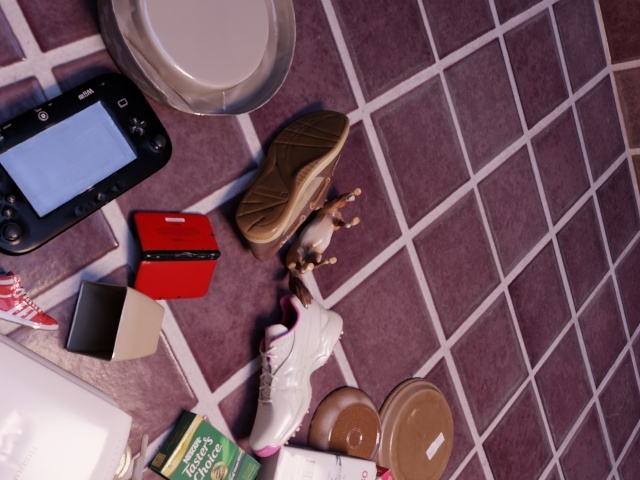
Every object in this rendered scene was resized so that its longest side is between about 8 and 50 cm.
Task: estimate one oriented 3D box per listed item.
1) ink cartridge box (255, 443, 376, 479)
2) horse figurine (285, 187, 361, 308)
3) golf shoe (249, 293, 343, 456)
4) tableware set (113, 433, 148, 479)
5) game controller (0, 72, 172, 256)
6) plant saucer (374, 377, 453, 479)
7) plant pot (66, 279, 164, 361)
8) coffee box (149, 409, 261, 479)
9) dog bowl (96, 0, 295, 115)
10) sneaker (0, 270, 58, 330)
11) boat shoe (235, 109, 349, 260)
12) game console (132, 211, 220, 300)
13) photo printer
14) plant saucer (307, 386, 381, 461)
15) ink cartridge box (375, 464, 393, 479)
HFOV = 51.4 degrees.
[{"bbox_3d":[-0.014,0.469,1.244,0.208,0.087,0.153,19,76,-23],"label":"ink cartridge box"},{"bbox_3d":[0.000,0.000,1.266,0.066,0.174,0.263,35,75,-17],"label":"horse figurine"},{"bbox_3d":[-0.073,0.238,1.226,0.140,0.115,0.306,40,57,-24],"label":"golf shoe"},{"bbox_3d":[-0.342,0.385,1.007,0.128,0.039,0.194,13,75,-27],"label":"tableware set"},{"bbox_3d":[-0.367,-0.118,0.967,0.319,0.067,0.167,-42,117,-35],"label":"game controller"},{"bbox_3d":[0.224,0.459,1.537,0.277,0.041,0.278,1,89,-44],"label":"plant saucer"},{"bbox_3d":[-0.301,0.127,1.008,0.096,0.109,0.109,24,73,-53],"label":"plant pot"},{"bbox_3d":[-0.193,0.388,1.145,0.184,0.040,0.113,51,58,-30],"label":"coffee box"},{"bbox_3d":[-0.204,-0.371,1.096,0.348,0.102,0.349,1,89,-43],"label":"dog bowl"},{"bbox_3d":[-0.417,0.084,0.936,0.118,0.042,0.067,26,76,-38],"label":"sneaker"},{"bbox_3d":[-0.043,-0.106,1.255,0.123,0.123,0.342,80,31,-51],"label":"boat shoe"},{"bbox_3d":[-0.250,0.025,1.112,0.144,0.085,0.124,0,59,-44],"label":"game console"},{"bbox_3d":[-0.417,0.279,0.876,0.307,0.107,0.256,42,63,-29],"label":"photo printer"},{"bbox_3d":[0.062,0.406,1.376,0.198,0.036,0.199,1,88,-37],"label":"plant saucer"},{"bbox_3d":[0.090,0.558,1.393,0.150,0.063,0.109,-23,105,-40],"label":"ink cartridge box"}]
